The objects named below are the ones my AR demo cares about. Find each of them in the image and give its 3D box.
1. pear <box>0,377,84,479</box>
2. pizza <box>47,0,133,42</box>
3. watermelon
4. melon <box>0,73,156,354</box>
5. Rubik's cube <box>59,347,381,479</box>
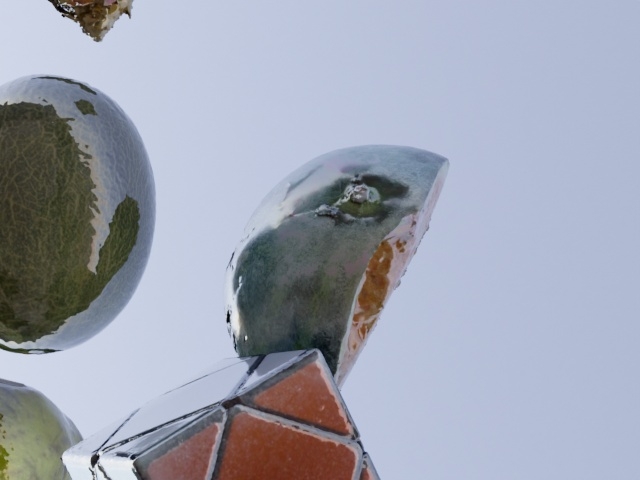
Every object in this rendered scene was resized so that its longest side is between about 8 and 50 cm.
[{"bbox_3d":[-0.478,0.310,1.700,0.269,0.321,0.269,-4,-95,52],"label":"pear"},{"bbox_3d":[-0.309,-0.379,1.545,0.251,0.288,0.074,18,-44,5],"label":"pizza"},{"bbox_3d":[0.001,-0.003,1.281,0.188,0.322,0.175,21,-34,8],"label":"watermelon"},{"bbox_3d":[-0.297,-0.025,1.329,0.237,0.237,0.302,-11,-114,29],"label":"melon"},{"bbox_3d":[-0.082,0.236,1.147,0.205,0.207,0.205,-14,-76,61],"label":"Rubik's cube"}]
